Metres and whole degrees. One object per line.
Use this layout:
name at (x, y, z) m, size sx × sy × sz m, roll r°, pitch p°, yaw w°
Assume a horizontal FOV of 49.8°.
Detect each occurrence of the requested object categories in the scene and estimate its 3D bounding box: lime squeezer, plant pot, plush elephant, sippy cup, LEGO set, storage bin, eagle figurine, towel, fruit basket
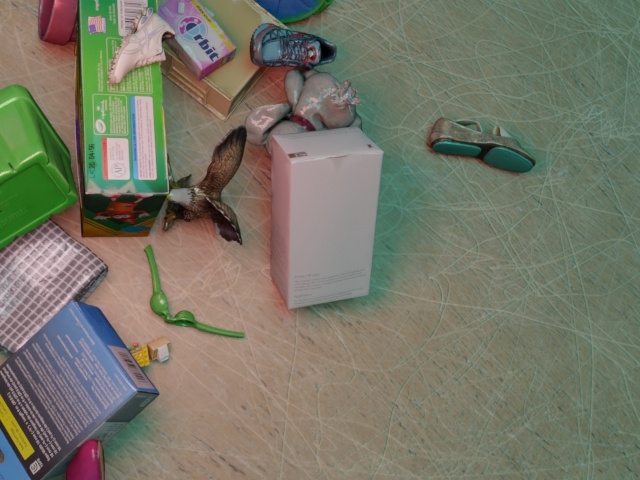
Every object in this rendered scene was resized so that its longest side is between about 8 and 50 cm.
lime squeezer at (-0.324, 0.154, 1.600) m, size 0.310 × 0.059 × 0.110 m, roll 43°, pitch 39°, yaw -2°
plant pot at (-0.549, -0.549, 1.618) m, size 0.180 × 0.201 × 0.201 m, roll 4°, pitch 76°, yaw -32°
plush elephant at (-0.038, -0.269, 1.678) m, size 0.255 × 0.330 × 0.272 m, roll -42°, pitch 100°, yaw -3°
sippy cup at (-0.102, -0.726, 1.782) m, size 0.240 × 0.305 × 0.224 m, roll -8°, pitch 66°, yaw 10°
LEGO set at (-0.464, 0.301, 1.508) m, size 0.287 × 0.107 × 0.132 m, roll -56°, pitch 132°, yaw -25°
storage bin at (-0.259, -0.489, 1.722) m, size 0.260 × 0.123 × 0.262 m, roll 37°, pitch 70°, yaw -6°
eagle figurine at (-0.245, -0.100, 1.522) m, size 0.225 × 0.298 × 0.226 m, roll -48°, pitch 116°, yaw -44°
towel at (-0.632, 0.092, 1.472) m, size 0.235 × 0.121 × 0.283 m, roll 39°, pitch 70°, yaw -5°
fruit basket at (-0.722, -0.169, 1.381) m, size 0.392 × 0.283 × 0.392 m, roll -4°, pitch 58°, yaw 6°

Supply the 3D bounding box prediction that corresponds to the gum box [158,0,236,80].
gum box at (-0.299, -0.482, 1.608) m, size 0.107 × 0.062 × 0.188 m, roll -40°, pitch 91°, yaw -21°

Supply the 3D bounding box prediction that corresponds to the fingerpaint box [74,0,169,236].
fingerpaint box at (-0.440, -0.260, 1.479) m, size 0.163 × 0.371 × 0.444 m, roll -1°, pitch 79°, yaw -20°

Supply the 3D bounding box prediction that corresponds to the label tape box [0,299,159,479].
label tape box at (-0.526, 0.320, 1.370) m, size 0.334 × 0.106 × 0.240 m, roll -42°, pitch 70°, yaw 1°

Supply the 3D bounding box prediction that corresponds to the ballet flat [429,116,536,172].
ballet flat at (0.455, -0.276, 1.907) m, size 0.316 × 0.107 × 0.106 m, roll 13°, pitch 67°, yaw -15°

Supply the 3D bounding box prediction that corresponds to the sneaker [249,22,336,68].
sneaker at (-0.058, -0.468, 1.666) m, size 0.262 × 0.125 × 0.104 m, roll -20°, pitch 121°, yaw -49°

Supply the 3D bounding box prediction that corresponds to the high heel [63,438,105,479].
high heel at (-0.514, 0.510, 1.306) m, size 0.181 × 0.377 × 0.127 m, roll 6°, pitch 32°, yaw -23°

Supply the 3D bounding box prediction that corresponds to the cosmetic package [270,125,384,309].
cosmetic package at (0.005, -0.050, 1.572) m, size 0.217 × 0.156 × 0.384 m, roll -7°, pitch 121°, yaw -19°

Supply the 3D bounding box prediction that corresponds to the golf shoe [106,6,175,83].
golf shoe at (-0.337, -0.358, 1.305) m, size 0.086 × 0.069 × 0.176 m, roll 31°, pitch 70°, yaw -17°
